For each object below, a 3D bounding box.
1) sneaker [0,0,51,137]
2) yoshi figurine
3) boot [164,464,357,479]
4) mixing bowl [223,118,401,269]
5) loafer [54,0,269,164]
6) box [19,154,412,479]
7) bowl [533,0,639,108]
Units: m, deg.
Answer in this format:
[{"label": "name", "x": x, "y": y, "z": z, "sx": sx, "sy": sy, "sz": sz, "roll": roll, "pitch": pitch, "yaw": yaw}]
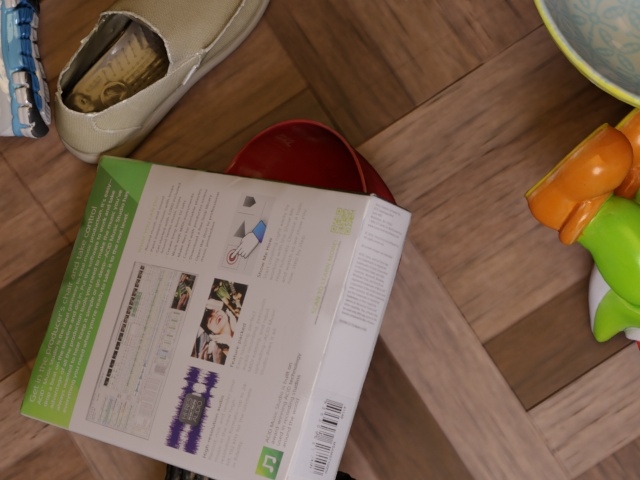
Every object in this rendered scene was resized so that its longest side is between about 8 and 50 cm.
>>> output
[{"label": "sneaker", "x": -0.287, "y": -0.179, "z": 1.492, "sx": 0.083, "sy": 0.071, "sz": 0.190, "roll": -7, "pitch": 81, "yaw": 11}, {"label": "yoshi figurine", "x": 0.340, "y": 0.045, "z": 1.329, "sx": 0.203, "sy": 0.203, "sz": 0.362, "roll": -38, "pitch": 83, "yaw": -7}, {"label": "boot", "x": 0.000, "y": 0.316, "z": 1.355, "sx": 0.348, "sy": 0.131, "sz": 0.260, "roll": 22, "pitch": 85, "yaw": 9}, {"label": "mixing bowl", "x": 0.000, "y": 0.000, "z": 1.402, "sx": 0.181, "sy": 0.098, "sz": 0.181, "roll": -12, "pitch": 71, "yaw": 40}, {"label": "loafer", "x": -0.129, "y": -0.181, "z": 1.461, "sx": 0.102, "sy": 0.092, "sz": 0.268, "roll": 35, "pitch": 87, "yaw": 10}, {"label": "box", "x": -0.091, "y": 0.061, "z": 1.352, "sx": 0.322, "sy": 0.058, "sz": 0.232, "roll": 11, "pitch": 81, "yaw": 43}, {"label": "bowl", "x": 0.303, "y": -0.225, "z": 1.386, "sx": 0.289, "sy": 0.156, "sz": 0.289, "roll": -1, "pitch": 82, "yaw": 6}]
